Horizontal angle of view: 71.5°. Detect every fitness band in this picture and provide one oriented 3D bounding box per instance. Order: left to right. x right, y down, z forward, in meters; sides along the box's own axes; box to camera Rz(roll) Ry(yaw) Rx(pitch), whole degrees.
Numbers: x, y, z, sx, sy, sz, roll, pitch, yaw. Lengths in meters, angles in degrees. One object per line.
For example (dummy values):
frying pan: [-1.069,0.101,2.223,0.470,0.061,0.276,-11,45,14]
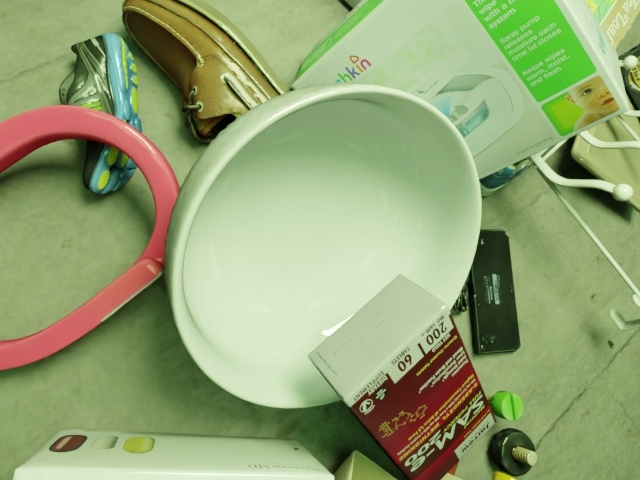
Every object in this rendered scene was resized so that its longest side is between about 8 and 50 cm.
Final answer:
fitness band: [-0.280,-0.003,0.445,0.291,0.054,0.209,-37,97,-5]

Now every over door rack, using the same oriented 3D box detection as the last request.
over door rack: [0.447,-0.075,0.623,0.240,0.108,0.324,-37,99,-25]

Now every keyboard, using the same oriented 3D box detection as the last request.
keyboard: [0.233,0.071,0.640,0.108,0.023,0.180,2,79,-24]

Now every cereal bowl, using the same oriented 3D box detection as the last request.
cereal bowl: [0.000,0.000,0.481,0.339,0.141,0.338,-13,118,-26]

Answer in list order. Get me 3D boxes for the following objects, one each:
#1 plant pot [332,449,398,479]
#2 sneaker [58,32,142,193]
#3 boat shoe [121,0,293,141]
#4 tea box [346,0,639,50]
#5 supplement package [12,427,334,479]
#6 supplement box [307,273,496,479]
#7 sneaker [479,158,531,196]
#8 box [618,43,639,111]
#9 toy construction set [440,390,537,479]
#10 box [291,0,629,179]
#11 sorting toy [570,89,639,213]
plant pot: [0.040,0.320,0.481,0.109,0.096,0.109,39,26,-8]
sneaker: [-0.254,-0.143,0.510,0.078,0.067,0.188,-5,83,3]
boat shoe: [-0.114,-0.170,0.525,0.307,0.111,0.104,37,71,-8]
tea box: [0.268,-0.398,0.630,0.324,0.220,0.329,40,71,-8]
supplement package: [-0.140,0.300,0.414,0.262,0.145,0.203,10,77,-16]
supplement box: [0.100,0.166,0.483,0.130,0.073,0.239,-40,128,-10]
sneaker: [0.306,-0.144,0.669,0.080,0.081,0.211,46,69,-3]
box: [0.671,-0.243,0.784,0.293,0.073,0.295,-33,93,-32]
toy construction set: [0.214,0.366,0.464,0.309,0.237,0.257,-33,91,-20]
box: [0.145,-0.193,0.497,0.231,0.262,0.126,41,47,-24]
sorting toy: [0.488,-0.164,0.742,0.348,0.047,0.195,30,71,-19]
